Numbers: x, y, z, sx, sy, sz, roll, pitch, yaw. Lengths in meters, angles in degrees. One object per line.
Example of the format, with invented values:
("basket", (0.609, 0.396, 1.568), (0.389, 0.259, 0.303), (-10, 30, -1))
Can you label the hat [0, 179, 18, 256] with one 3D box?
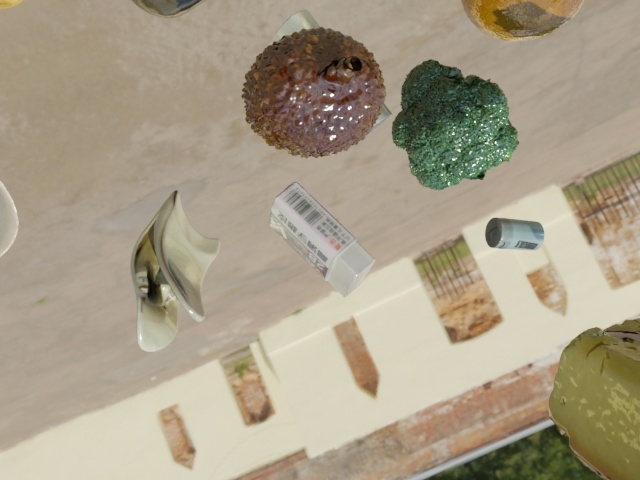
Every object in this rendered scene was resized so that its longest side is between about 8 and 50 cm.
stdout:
("hat", (-0.565, -0.073, 1.214), (0.219, 0.226, 0.164), (-62, 173, 13))

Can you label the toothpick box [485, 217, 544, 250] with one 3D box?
("toothpick box", (0.322, -0.010, 1.214), (0.083, 0.052, 0.052), (4, 161, -20))

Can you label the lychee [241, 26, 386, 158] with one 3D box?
("lychee", (-0.007, -0.210, 1.039), (0.200, 0.200, 0.238), (-20, 176, -27))

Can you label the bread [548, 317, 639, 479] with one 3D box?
("bread", (0.247, 0.113, 0.281), (0.138, 0.077, 0.361), (-8, -164, -18))

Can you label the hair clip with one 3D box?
("hair clip", (-0.274, 0.071, 1.363), (0.113, 0.282, 0.172), (-20, 136, 14))

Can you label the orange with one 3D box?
("orange", (0.390, -0.511, 1.418), (0.264, 0.264, 0.264), (-24, 171, -4))

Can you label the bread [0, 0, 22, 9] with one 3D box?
("bread", (-0.545, -0.400, 1.152), (0.239, 0.074, 0.092), (5, -128, 35))

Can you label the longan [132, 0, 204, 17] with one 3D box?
("longan", (-0.254, -0.501, 1.277), (0.220, 0.196, 0.196), (-41, 173, -7))

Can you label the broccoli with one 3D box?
("broccoli", (0.276, -0.253, 1.553), (0.254, 0.269, 0.269), (-15, 174, 16))

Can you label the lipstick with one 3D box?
("lipstick", (0.022, -0.304, 1.353), (0.077, 0.253, 0.079), (-38, 179, 40))

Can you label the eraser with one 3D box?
("eraser", (0.000, 0.000, 1.366), (0.068, 0.210, 0.124), (-40, 168, -24))
